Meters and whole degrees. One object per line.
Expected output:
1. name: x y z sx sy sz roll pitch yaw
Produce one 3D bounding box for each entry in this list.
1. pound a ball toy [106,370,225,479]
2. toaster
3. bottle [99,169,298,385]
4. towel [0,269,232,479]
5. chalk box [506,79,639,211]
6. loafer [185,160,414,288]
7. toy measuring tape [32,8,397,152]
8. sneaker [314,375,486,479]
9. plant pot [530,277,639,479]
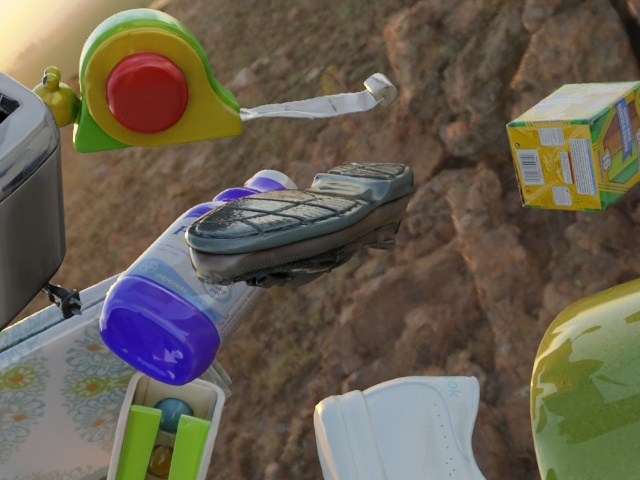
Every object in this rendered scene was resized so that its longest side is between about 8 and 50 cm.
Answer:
1. pound a ball toy: -0.185 0.346 1.189 0.136 0.208 0.319 -89 13 -66
2. toaster: -0.249 -0.036 0.541 0.129 0.227 0.146 -56 -9 -41
3. bottle: -0.105 0.021 0.894 0.283 0.118 0.092 -53 -8 -49
4. towel: -0.343 0.217 1.273 0.374 0.320 0.090 -27 45 -6
5. chalk box: 0.382 -0.144 1.230 0.132 0.132 0.213 6 32 46
6. loafer: 0.000 0.000 0.688 0.096 0.084 0.267 10 20 31
7. toy measuring tape: -0.094 -0.154 0.782 0.330 0.121 0.121 -9 20 -10
8. sneaker: 0.067 0.164 0.391 0.094 0.212 0.080 -14 -6 -9
9. plant pot: 0.330 0.099 0.527 0.293 0.275 0.275 -42 17 47
